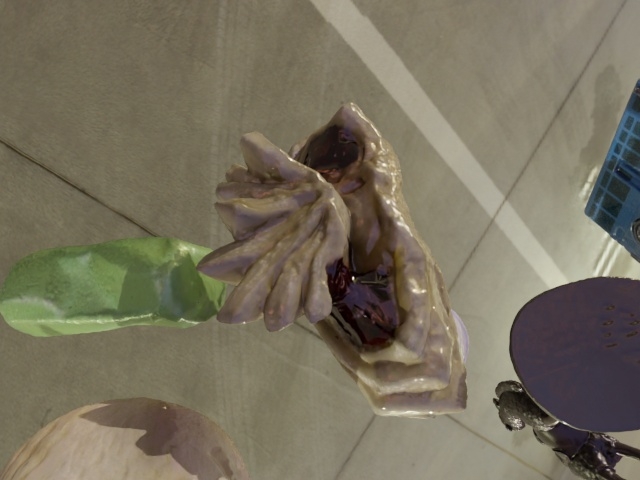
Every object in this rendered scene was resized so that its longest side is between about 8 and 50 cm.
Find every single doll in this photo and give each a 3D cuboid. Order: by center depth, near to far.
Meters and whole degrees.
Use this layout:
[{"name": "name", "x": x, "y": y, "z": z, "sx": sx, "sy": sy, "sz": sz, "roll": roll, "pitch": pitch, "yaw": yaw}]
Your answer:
[{"name": "doll", "x": 0.260, "y": 0.205, "z": 0.546, "sx": 0.139, "sy": 0.165, "sz": 0.057, "roll": 46, "pitch": 67, "yaw": 1}]

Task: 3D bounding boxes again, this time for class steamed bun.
[{"name": "steamed bun", "x": 0.000, "y": 0.000, "z": 0.594, "sx": 0.247, "sy": 0.428, "sz": 0.189, "roll": -18, "pitch": 149, "yaw": 10}]

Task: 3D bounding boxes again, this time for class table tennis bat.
[{"name": "table tennis bat", "x": 0.281, "y": 0.082, "z": 0.422, "sx": 0.234, "sy": 0.131, "sz": 0.022, "roll": -16, "pitch": 148, "yaw": 4}]

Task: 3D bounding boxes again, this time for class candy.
[{"name": "candy", "x": -0.297, "y": 0.072, "z": 0.710, "sx": 0.142, "sy": 0.344, "sz": 0.132, "roll": 54, "pitch": 40, "yaw": -46}]

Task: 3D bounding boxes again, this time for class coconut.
[{"name": "coconut", "x": -0.217, "y": 0.323, "z": 0.537, "sx": 0.329, "sy": 0.329, "sz": 0.328, "roll": -10, "pitch": 109, "yaw": -33}]

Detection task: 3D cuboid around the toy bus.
[{"name": "toy bus", "x": 0.420, "y": -0.097, "z": 0.597, "sx": 0.116, "sy": 0.133, "sz": 0.234, "roll": -23, "pitch": 140, "yaw": -10}]

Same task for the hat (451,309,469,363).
[{"name": "hat", "x": 0.175, "y": 0.211, "z": 0.855, "sx": 0.203, "sy": 0.126, "sz": 0.203, "roll": 0, "pitch": 99, "yaw": 0}]
